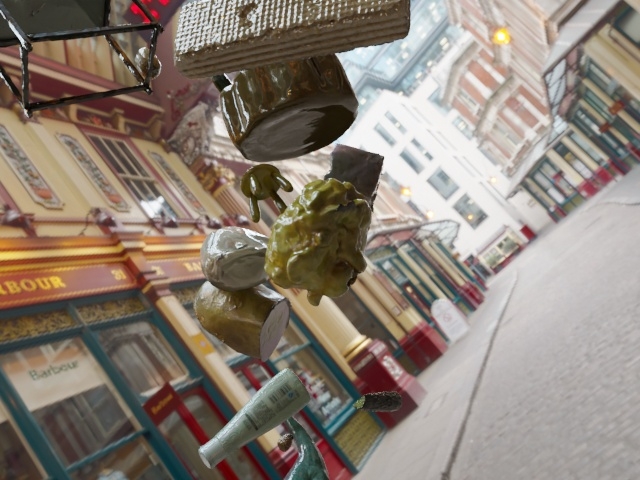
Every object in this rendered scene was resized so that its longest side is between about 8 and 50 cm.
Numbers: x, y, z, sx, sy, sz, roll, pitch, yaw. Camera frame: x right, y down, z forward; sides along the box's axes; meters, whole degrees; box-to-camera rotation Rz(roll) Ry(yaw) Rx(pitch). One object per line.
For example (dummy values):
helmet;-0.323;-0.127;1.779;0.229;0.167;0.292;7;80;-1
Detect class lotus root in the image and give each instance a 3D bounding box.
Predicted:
lotus root;-0.498;-0.510;1.552;0.063;0.152;0.072;5;-47;-41

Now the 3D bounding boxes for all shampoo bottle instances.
shampoo bottle;-0.105;0.284;0.853;0.191;0.069;0.041;-33;-8;-30

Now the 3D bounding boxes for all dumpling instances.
dumpling;-0.194;0.045;1.458;0.260;0.181;0.341;-5;-28;-16

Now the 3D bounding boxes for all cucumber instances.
cucumber;0.206;0.580;1.903;0.211;0.062;0.078;12;-51;-49
cucumber;-0.317;-0.514;1.868;0.056;0.250;0.056;-29;29;18

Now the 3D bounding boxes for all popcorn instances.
popcorn;0.000;0.000;1.195;0.215;0.252;0.286;12;49;48

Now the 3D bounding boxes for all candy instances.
candy;0.105;-0.200;1.754;0.137;0.195;0.184;88;-159;-75

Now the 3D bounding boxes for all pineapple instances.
pineapple;-0.113;0.761;2.088;0.124;0.058;0.058;-33;-15;-42

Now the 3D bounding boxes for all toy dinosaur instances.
toy dinosaur;-0.090;0.590;1.290;0.383;0.331;0.129;-45;-14;-39

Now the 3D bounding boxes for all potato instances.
potato;-0.245;0.210;1.602;0.229;0.266;0.229;-59;-15;-27

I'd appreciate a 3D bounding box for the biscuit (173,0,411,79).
biscuit;-0.059;-0.382;0.928;0.426;0.144;0.078;-5;-21;19

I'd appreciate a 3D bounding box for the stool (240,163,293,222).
stool;-0.135;-0.119;1.347;0.134;0.110;0.135;-42;-44;11

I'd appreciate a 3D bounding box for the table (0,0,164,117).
table;-0.615;-0.504;1.334;0.335;0.272;0.222;-27;-19;-38

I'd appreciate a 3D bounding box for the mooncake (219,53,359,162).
mooncake;-0.088;-0.379;1.491;0.379;0.200;0.378;-19;-12;-4
